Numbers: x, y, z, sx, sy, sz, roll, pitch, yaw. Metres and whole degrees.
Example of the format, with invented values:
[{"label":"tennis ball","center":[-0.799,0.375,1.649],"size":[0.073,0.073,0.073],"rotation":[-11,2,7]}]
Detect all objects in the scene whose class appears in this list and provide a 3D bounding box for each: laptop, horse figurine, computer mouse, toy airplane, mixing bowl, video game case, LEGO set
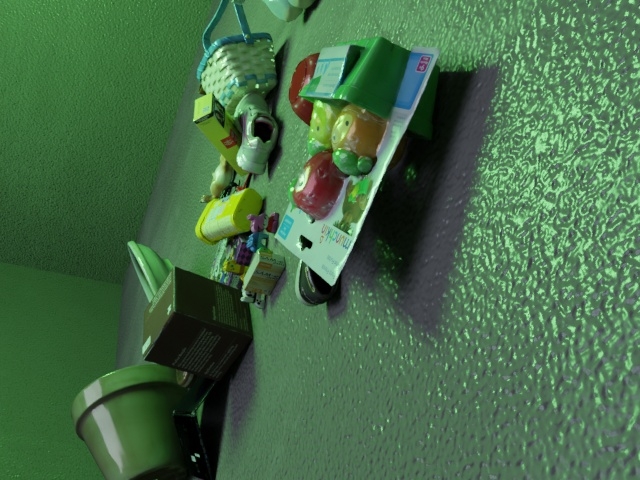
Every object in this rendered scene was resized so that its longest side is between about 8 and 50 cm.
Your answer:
[{"label":"laptop","center":[-0.283,0.455,1.742],"size":[0.234,0.136,0.264],"rotation":[-28,77,63]},{"label":"horse figurine","center":[-0.307,-0.213,2.135],"size":[0.174,0.066,0.263],"rotation":[-111,41,-65]},{"label":"computer mouse","center":[-0.244,-0.205,1.975],"size":[0.041,0.071,0.242],"rotation":[17,96,47]},{"label":"toy airplane","center":[-0.221,-0.129,1.915],"size":[0.151,0.028,0.151],"rotation":[-165,90,-69]},{"label":"mixing bowl","center":[-0.004,-0.305,1.376],"size":[0.181,0.098,0.181],"rotation":[-168,90,-69]},{"label":"video game case","center":[-0.247,0.071,1.842],"size":[0.210,0.041,0.232],"rotation":[-127,54,-62]},{"label":"LEGO set","center":[-0.170,0.043,1.592],"size":[0.087,0.093,0.227],"rotation":[154,126,-64]}]

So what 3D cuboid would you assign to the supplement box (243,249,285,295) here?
[{"label":"supplement box","center":[-0.124,0.072,1.502],"size":[0.036,0.062,0.098],"rotation":[-99,29,-46]}]

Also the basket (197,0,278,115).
[{"label":"basket","center":[-0.246,-0.513,1.929],"size":[0.255,0.201,0.289],"rotation":[-34,78,60]}]

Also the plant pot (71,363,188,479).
[{"label":"plant pot","center":[-0.495,0.546,1.876],"size":[0.323,0.323,0.280],"rotation":[-61,42,35]}]

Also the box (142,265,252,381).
[{"label":"box","center":[-0.293,0.199,1.625],"size":[0.168,0.203,0.167],"rotation":[-52,30,25]}]

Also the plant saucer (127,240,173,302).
[{"label":"plant saucer","center":[-0.493,0.172,2.187],"size":[0.400,0.100,0.400],"rotation":[54,158,34]}]

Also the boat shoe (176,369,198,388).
[{"label":"boat shoe","center":[-0.303,0.287,1.771],"size":[0.095,0.095,0.257],"rotation":[-53,20,28]}]

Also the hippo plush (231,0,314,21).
[{"label":"hippo plush","center":[-0.080,-0.716,1.750],"size":[0.294,0.234,0.236],"rotation":[-7,40,52]}]

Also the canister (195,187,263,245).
[{"label":"canister","center":[-0.235,-0.062,1.769],"size":[0.170,0.073,0.126],"rotation":[-15,44,47]}]

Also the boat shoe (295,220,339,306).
[{"label":"boat shoe","center":[0.000,0.000,1.215],"size":[0.068,0.081,0.228],"rotation":[-27,60,60]}]

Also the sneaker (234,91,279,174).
[{"label":"sneaker","center":[-0.156,-0.296,1.772],"size":[0.111,0.103,0.252],"rotation":[-47,42,45]}]

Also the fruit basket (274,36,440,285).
[{"label":"fruit basket","center":[0.027,-0.136,1.059],"size":[0.353,0.165,0.327],"rotation":[-61,22,3]}]

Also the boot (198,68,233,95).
[{"label":"boot","center":[-0.292,-0.519,2.156],"size":[0.073,0.152,0.197],"rotation":[-106,36,-52]}]

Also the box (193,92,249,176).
[{"label":"box","center":[-0.248,-0.277,1.815],"size":[0.058,0.232,0.087],"rotation":[-19,47,17]}]
